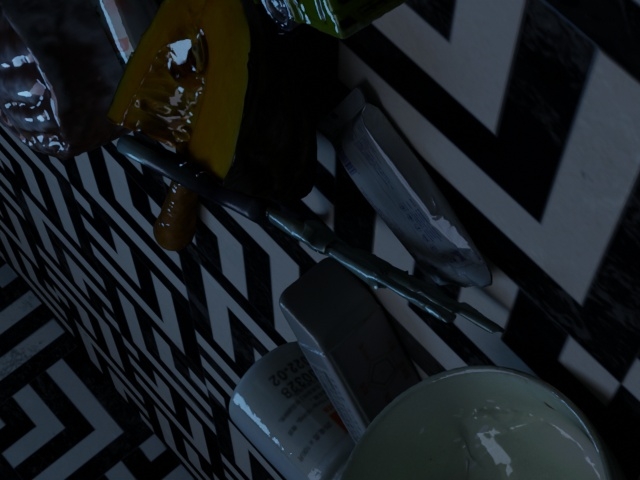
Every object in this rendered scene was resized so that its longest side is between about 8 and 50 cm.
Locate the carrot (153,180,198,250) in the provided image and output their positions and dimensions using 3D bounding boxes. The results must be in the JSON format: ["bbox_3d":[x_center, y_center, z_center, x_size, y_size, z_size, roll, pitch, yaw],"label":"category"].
[{"bbox_3d":[-0.176,-0.047,1.649,0.057,0.057,0.224,49,159,8],"label":"carrot"}]

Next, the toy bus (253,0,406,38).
[{"bbox_3d":[-0.049,-0.238,0.878,0.302,0.113,0.139,33,150,48],"label":"toy bus"}]

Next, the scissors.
[{"bbox_3d":[0.000,0.000,1.176,0.383,0.029,0.256,30,-175,41],"label":"scissors"}]

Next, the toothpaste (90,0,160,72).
[{"bbox_3d":[-0.206,-0.260,1.296,0.100,0.066,0.323,18,137,59],"label":"toothpaste"}]

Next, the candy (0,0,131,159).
[{"bbox_3d":[-0.306,-0.200,1.481,0.289,0.157,0.214,18,133,65],"label":"candy"}]

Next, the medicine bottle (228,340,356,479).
[{"bbox_3d":[0.014,0.250,1.601,0.252,0.144,0.144,45,161,29],"label":"medicine bottle"}]

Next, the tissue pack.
[{"bbox_3d":[0.069,-0.036,1.101,0.193,0.026,0.122,53,163,-2],"label":"tissue pack"}]

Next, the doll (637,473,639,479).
[{"bbox_3d":[0.301,0.194,0.782,0.196,0.152,0.256,25,-171,-22],"label":"doll"}]

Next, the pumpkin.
[{"bbox_3d":[-0.068,-0.141,1.141,0.148,0.169,0.312,12,-172,-32],"label":"pumpkin"}]

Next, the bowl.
[{"bbox_3d":[0.155,0.257,1.127,0.277,0.277,0.145,36,-176,41],"label":"bowl"}]

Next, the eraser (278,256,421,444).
[{"bbox_3d":[0.067,0.176,1.416,0.061,0.089,0.352,20,143,53],"label":"eraser"}]
